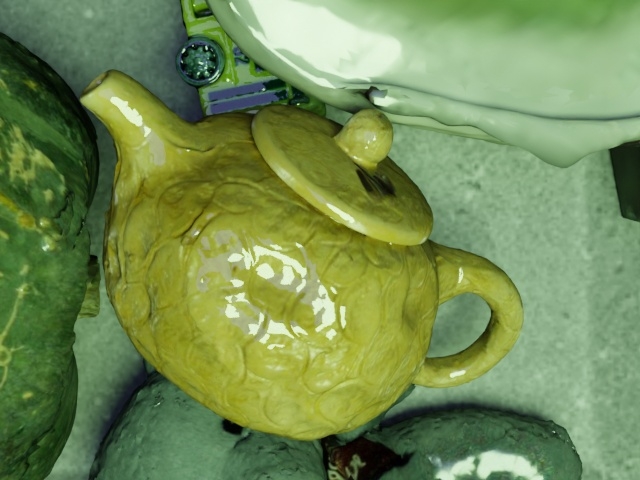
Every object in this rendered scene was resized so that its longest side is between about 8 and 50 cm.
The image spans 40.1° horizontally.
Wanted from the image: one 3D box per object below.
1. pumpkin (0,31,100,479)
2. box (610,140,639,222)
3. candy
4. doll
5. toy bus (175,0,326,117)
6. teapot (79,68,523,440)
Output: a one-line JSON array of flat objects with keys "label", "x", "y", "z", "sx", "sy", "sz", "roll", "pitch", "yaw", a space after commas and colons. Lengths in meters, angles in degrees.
[{"label": "pumpkin", "x": -0.260, "y": 0.023, "z": 0.510, "sx": 0.257, "sy": 0.291, "sz": 0.327, "roll": 7, "pitch": 104, "yaw": -19}, {"label": "box", "x": 0.237, "y": -0.045, "z": 0.600, "sx": 0.060, "sy": 0.084, "sz": 0.063, "roll": -7, "pitch": 96, "yaw": 1}, {"label": "candy", "x": 0.140, "y": -0.237, "z": 0.507, "sx": 0.427, "sy": 0.186, "sz": 0.386, "roll": 20, "pitch": 108, "yaw": -16}, {"label": "doll", "x": 0.014, "y": 0.162, "z": 0.568, "sx": 0.340, "sy": 0.158, "sz": 0.246, "roll": 9, "pitch": 70, "yaw": 3}, {"label": "toy bus", "x": -0.051, "y": -0.153, "z": 0.602, "sx": 0.101, "sy": 0.088, "sz": 0.175, "roll": -12, "pitch": 90, "yaw": 3}, {"label": "teapot", "x": 0.000, "y": 0.000, "z": 0.510, "sx": 0.311, "sy": 0.203, "sz": 0.167, "roll": 27, "pitch": 115, "yaw": -21}]
